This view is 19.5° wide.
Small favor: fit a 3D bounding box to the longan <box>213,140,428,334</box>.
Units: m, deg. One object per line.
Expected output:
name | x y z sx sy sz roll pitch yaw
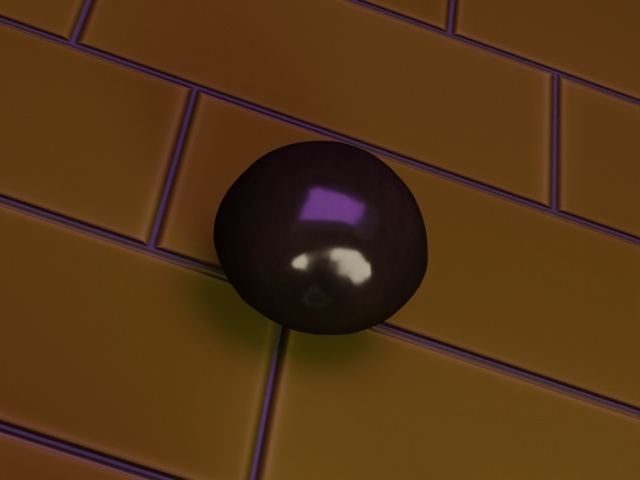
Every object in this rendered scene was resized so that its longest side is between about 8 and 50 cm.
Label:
longan | 0.000 0.000 2.081 0.248 0.248 0.248 15 39 -12
